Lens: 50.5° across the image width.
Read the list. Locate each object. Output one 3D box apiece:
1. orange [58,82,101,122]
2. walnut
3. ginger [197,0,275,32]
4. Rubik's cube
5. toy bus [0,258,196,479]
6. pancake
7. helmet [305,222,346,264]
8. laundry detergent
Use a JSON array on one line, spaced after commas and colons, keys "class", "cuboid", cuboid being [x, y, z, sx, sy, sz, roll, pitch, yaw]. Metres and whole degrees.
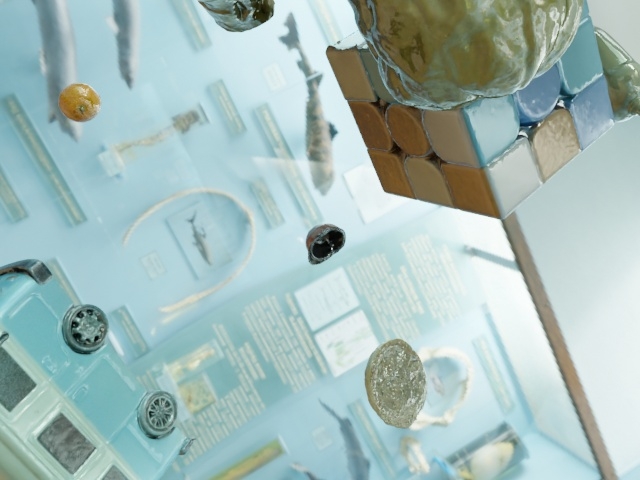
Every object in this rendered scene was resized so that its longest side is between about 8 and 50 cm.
[{"class": "orange", "cuboid": [-0.494, -0.282, 1.393, 0.083, 0.084, 0.083, 57, -12, 19]}, {"class": "walnut", "cuboid": [0.164, -0.295, 0.808, 0.276, 0.282, 0.253, 57, -26, -11]}, {"class": "ginger", "cuboid": [-0.131, -0.360, 0.888, 0.263, 0.110, 0.116, 22, 72, -78]}, {"class": "Rubik's cube", "cuboid": [0.280, -0.289, 1.278, 0.347, 0.347, 0.344, 23, -35, 55]}, {"class": "toy bus", "cuboid": [-0.280, 0.169, 0.698, 0.133, 0.164, 0.271, -13, -62, 39]}, {"class": "pancake", "cuboid": [0.128, 0.241, 1.137, 0.025, 0.152, 0.151, -18, -78, 44]}, {"class": "helmet", "cuboid": [-0.002, 0.000, 1.177, 0.049, 0.084, 0.065, 40, -29, 39]}, {"class": "laundry detergent", "cuboid": [0.634, -0.352, 1.497, 0.253, 0.091, 0.181, 62, -4, 36]}]
